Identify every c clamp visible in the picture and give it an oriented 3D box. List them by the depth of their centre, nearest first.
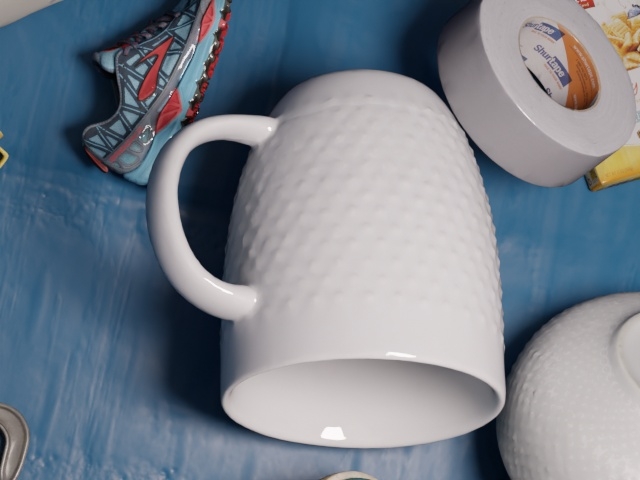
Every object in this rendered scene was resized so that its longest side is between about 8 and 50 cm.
[{"bbox_3d":[-0.358,0.220,1.836,0.161,0.022,0.137,19,74,-8],"label":"c clamp"}]

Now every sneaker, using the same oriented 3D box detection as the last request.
[{"bbox_3d":[-0.173,-0.190,1.927,0.125,0.104,0.261,20,74,-5],"label":"sneaker"}]

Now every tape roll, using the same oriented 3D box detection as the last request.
[{"bbox_3d":[0.227,-0.167,1.926,0.219,0.072,0.219,22,51,-29],"label":"tape roll"}]

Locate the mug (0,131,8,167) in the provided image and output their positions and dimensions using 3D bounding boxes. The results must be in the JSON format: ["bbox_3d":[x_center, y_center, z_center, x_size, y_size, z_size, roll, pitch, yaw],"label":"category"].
[{"bbox_3d":[-0.364,-0.100,1.889,0.078,0.062,0.064,40,80,5],"label":"mug"}]

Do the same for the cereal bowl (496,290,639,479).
[{"bbox_3d":[0.354,0.170,1.859,0.339,0.141,0.339,7,41,-6],"label":"cereal bowl"}]

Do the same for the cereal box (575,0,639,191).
[{"bbox_3d":[0.347,-0.191,2.067,0.173,0.047,0.240,-16,82,-13],"label":"cereal box"}]

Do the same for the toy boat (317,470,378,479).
[{"bbox_3d":[0.057,0.382,1.797,0.267,0.148,0.318,-31,106,-57],"label":"toy boat"}]

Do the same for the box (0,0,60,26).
[{"bbox_3d":[-0.369,-0.343,1.906,0.149,0.127,0.232,-26,84,-17],"label":"box"}]

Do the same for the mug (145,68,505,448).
[{"bbox_3d":[0.000,0.000,1.816,0.374,0.276,0.328,14,62,-28],"label":"mug"}]
